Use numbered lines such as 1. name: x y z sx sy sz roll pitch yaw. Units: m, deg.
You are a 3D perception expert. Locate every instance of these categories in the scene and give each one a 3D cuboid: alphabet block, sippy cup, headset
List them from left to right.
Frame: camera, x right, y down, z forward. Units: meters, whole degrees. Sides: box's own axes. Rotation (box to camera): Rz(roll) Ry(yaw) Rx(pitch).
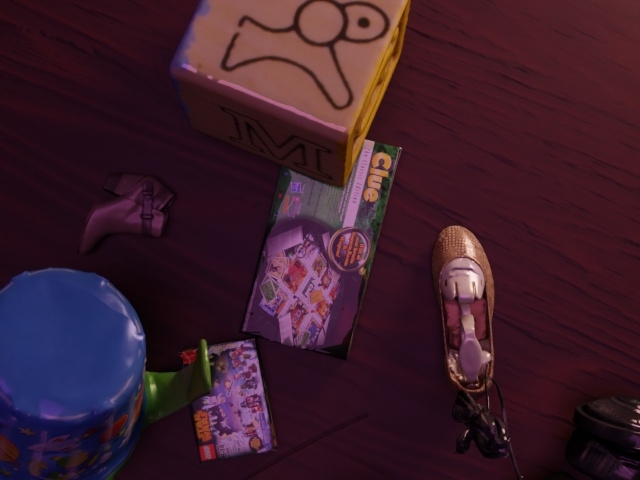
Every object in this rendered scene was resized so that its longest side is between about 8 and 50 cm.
1. sippy cup: -0.284 0.143 1.031 0.305 0.224 0.240 -37 81 -31
2. alphabet block: -0.028 -0.195 1.063 0.197 0.193 0.193 23 80 5
3. headset: 0.310 0.281 1.066 0.394 0.185 0.243 34 91 -9

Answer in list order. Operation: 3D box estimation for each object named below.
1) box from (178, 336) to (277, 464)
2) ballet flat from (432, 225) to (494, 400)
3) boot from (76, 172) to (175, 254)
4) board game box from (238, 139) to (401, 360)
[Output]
1. box: -0.110 0.190 1.164 0.093 0.027 0.137 -11 89 4
2. ballet flat: 0.171 0.084 1.131 0.073 0.067 0.206 -9 89 3
3. boot: -0.229 -0.024 1.164 0.086 0.042 0.119 23 91 0
4. board game box: 0.000 0.000 1.160 0.136 0.030 0.260 15 91 5
